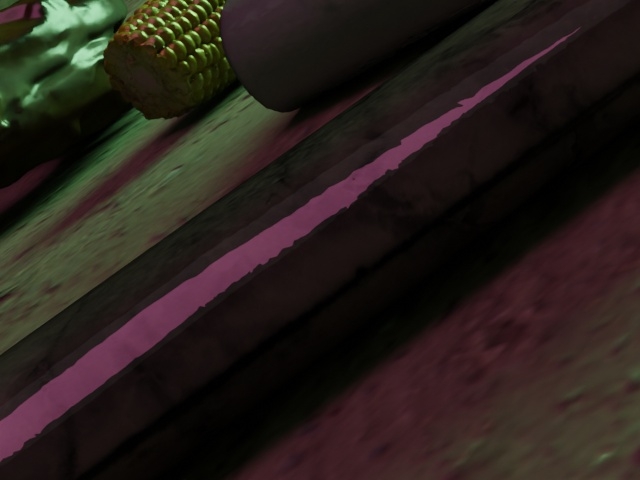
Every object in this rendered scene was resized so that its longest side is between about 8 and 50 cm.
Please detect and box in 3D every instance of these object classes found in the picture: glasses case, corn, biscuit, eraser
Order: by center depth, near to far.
[{"bbox_3d":[0.000,0.000,0.622,0.299,0.060,0.114,-36,12,-10],"label":"glasses case"},{"bbox_3d":[0.069,-0.167,0.988,0.227,0.081,0.174,-24,17,30],"label":"eraser"},{"bbox_3d":[-0.050,-0.165,1.242,0.081,0.081,0.248,-19,21,46],"label":"corn"},{"bbox_3d":[-0.252,-0.101,1.369,0.268,0.115,0.366,-30,11,-4],"label":"biscuit"}]
